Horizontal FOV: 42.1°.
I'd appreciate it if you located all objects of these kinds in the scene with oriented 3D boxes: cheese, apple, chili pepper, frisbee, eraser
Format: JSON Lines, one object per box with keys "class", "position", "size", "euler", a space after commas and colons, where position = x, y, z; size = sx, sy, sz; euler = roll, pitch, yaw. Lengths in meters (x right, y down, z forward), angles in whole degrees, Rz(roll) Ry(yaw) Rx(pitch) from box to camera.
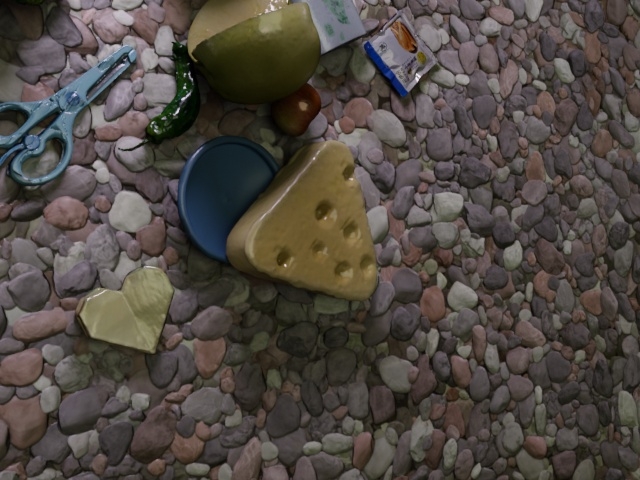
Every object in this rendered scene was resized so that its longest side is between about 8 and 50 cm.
{"class": "cheese", "position": [0.000, -0.001, 1.917], "size": [0.383, 0.104, 0.384], "euler": [2, 87, -38]}
{"class": "apple", "position": [-0.059, -0.305, 1.921], "size": [0.102, 0.126, 0.126], "euler": [35, 69, -9]}
{"class": "apple", "position": [-0.137, -0.413, 1.804], "size": [0.257, 0.295, 0.233], "euler": [-34, 125, -5]}
{"class": "chili pepper", "position": [-0.323, -0.292, 1.806], "size": [0.122, 0.065, 0.279], "euler": [27, 71, -15]}
{"class": "frisbee", "position": [-0.199, -0.090, 1.858], "size": [0.289, 0.049, 0.290], "euler": [0, 89, -39]}
{"class": "eraser", "position": [0.000, -0.570, 2.004], "size": [0.174, 0.081, 0.227], "euler": [-31, 100, -29]}

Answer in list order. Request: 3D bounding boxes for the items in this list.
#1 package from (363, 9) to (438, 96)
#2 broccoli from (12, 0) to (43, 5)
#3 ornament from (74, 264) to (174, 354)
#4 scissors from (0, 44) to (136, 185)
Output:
{"class": "package", "position": [0.209, -0.481, 2.143], "size": [0.171, 0.027, 0.173], "euler": [49, 61, -16]}
{"class": "broccoli", "position": [-0.543, -0.589, 1.594], "size": [0.254, 0.269, 0.269], "euler": [-2, 86, -47]}
{"class": "ornament", "position": [-0.390, 0.161, 1.730], "size": [0.201, 0.059, 0.180], "euler": [-30, 101, -25]}
{"class": "scissors", "position": [-0.516, -0.275, 1.711], "size": [0.180, 0.032, 0.393], "euler": [50, 64, -17]}
